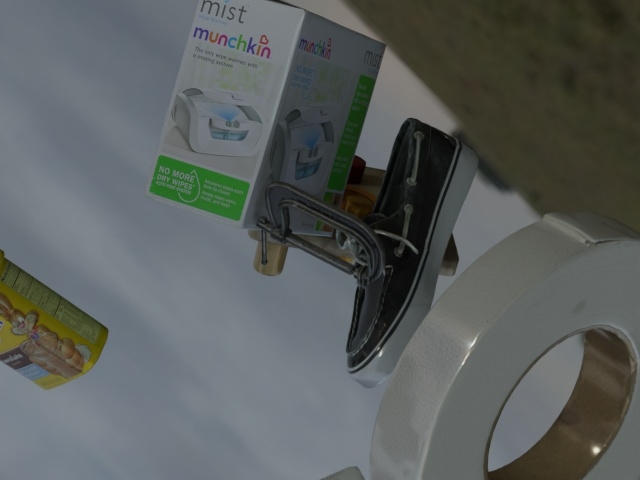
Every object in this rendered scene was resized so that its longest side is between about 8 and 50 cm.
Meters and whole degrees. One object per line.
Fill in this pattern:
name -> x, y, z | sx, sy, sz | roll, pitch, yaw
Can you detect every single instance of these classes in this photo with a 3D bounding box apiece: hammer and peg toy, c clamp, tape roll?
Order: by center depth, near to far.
c clamp -> 0.000, 0.000, 1.734 | 0.161, 0.022, 0.137 | 24, 145, 29
tape roll -> 0.214, 0.158, 1.739 | 0.072, 0.392, 0.392 | 34, 177, 42
hammer and peg toy -> 0.039, -0.063, 2.242 | 0.266, 0.127, 0.361 | 11, -156, -7

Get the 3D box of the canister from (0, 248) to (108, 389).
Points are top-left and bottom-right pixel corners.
canister -> -0.327, 0.084, 1.919 | 0.170, 0.126, 0.073 | 37, -127, -24

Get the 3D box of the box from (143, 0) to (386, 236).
box -> -0.055, -0.133, 1.892 | 0.127, 0.231, 0.262 | 19, -176, 20

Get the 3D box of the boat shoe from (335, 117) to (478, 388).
boat shoe -> 0.076, 0.008, 1.953 | 0.105, 0.306, 0.113 | 29, 164, -20

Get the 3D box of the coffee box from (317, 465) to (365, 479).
coffee box -> -0.060, 0.538, 2.297 | 0.334, 0.338, 0.338 | 63, 158, 14
